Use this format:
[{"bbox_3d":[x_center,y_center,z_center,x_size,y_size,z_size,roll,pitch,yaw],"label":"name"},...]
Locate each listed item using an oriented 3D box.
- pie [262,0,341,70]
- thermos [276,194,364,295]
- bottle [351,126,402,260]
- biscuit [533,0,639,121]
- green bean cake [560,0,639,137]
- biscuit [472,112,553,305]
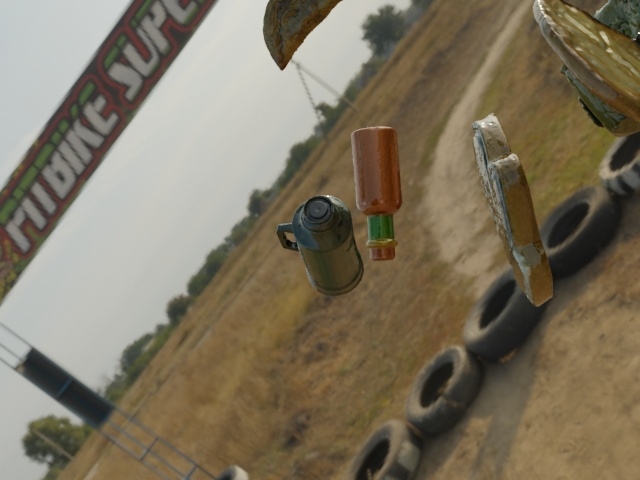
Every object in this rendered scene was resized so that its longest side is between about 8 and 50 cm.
[{"bbox_3d":[-0.032,-0.345,1.241,0.170,0.092,0.034,-40,7,24],"label":"pie"},{"bbox_3d":[0.005,-0.001,0.980,0.073,0.083,0.187,-50,-20,-14],"label":"thermos"},{"bbox_3d":[0.082,-0.064,1.170,0.069,0.069,0.187,155,113,-82],"label":"bottle"},{"bbox_3d":[0.362,-0.227,1.040,0.203,0.260,0.041,-14,-34,-38],"label":"biscuit"},{"bbox_3d":[0.495,-0.324,1.184,0.285,0.202,0.310,-29,-21,-4],"label":"green bean cake"},{"bbox_3d":[0.322,-0.057,1.415,0.057,0.343,0.287,-17,-15,8],"label":"biscuit"}]
